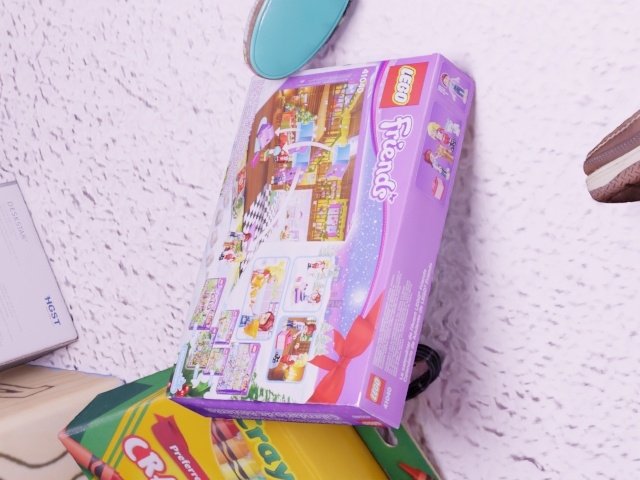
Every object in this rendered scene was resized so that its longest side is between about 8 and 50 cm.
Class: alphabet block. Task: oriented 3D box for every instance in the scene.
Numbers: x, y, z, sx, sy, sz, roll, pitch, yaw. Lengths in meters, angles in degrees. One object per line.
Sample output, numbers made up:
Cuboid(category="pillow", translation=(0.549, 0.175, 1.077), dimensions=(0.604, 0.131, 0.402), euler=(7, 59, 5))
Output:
Cuboid(category="alphabet block", translation=(-0.317, 0.241, 1.623), dimensions=(0.193, 0.197, 0.192), euler=(1, 101, 40))

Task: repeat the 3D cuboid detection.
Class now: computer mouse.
Cuboid(category="computer mouse", translation=(0.005, 0.116, 1.436), dimensions=(0.242, 0.041, 0.071), euler=(-8, 112, 33))

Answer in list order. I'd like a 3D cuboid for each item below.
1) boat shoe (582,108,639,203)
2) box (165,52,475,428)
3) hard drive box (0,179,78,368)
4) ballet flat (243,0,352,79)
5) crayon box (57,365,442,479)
Cuboid(category="boat shoe", translation=(0.285, -0.112, 1.116), dimensions=(0.257, 0.095, 0.095), euler=(-29, 69, 34))
Cuboid(category="box", translation=(0.000, 0.000, 1.293), dimensions=(0.201, 0.057, 0.293), euler=(-2, 66, 40))
Cuboid(category="hard drive box", translation=(-0.378, 0.055, 1.603), dimensions=(0.089, 0.232, 0.181), euler=(-26, 83, 41))
Cuboid(category="ballet flat", translation=(-0.002, -0.237, 1.325), dimensions=(0.221, 0.077, 0.079), euler=(-63, 26, 21))
Cuboid(category="crayon box", translation=(-0.067, 0.196, 1.444), dimensions=(0.318, 0.081, 0.202), euler=(-24, 104, 41))
